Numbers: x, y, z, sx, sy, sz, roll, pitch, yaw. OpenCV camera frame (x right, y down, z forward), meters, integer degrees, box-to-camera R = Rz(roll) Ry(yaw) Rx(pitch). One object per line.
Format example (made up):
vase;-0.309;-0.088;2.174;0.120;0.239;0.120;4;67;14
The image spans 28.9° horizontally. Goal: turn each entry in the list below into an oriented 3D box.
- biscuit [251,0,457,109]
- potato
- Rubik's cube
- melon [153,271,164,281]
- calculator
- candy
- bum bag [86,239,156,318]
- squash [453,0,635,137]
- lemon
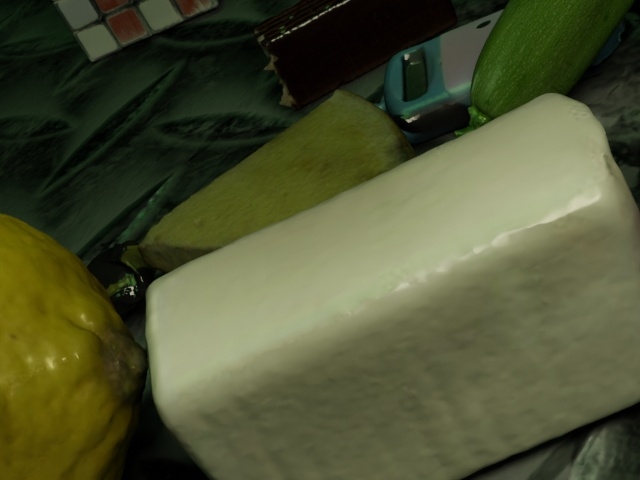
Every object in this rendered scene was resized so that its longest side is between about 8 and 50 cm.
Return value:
biscuit;0.040;-0.264;1.539;0.252;0.106;0.070;-29;31;2
potato;0.000;0.000;1.168;0.269;0.112;0.255;-39;35;-11
Rubik's cube;-0.314;-0.489;2.040;0.253;0.259;0.256;-18;31;15
melon;-0.122;0.007;1.322;0.182;0.054;0.098;-45;27;-14
calculator;0.190;-0.197;1.362;0.293;0.051;0.173;-20;32;15
candy;0.067;0.068;0.904;0.359;0.208;0.145;-24;31;8
bum bag;-0.258;0.074;1.312;0.232;0.060;0.106;-34;33;10
squash;0.254;-0.250;1.192;0.395;0.107;0.107;-57;23;20
lemon;-0.318;0.136;1.009;0.387;0.349;0.349;-19;31;12
